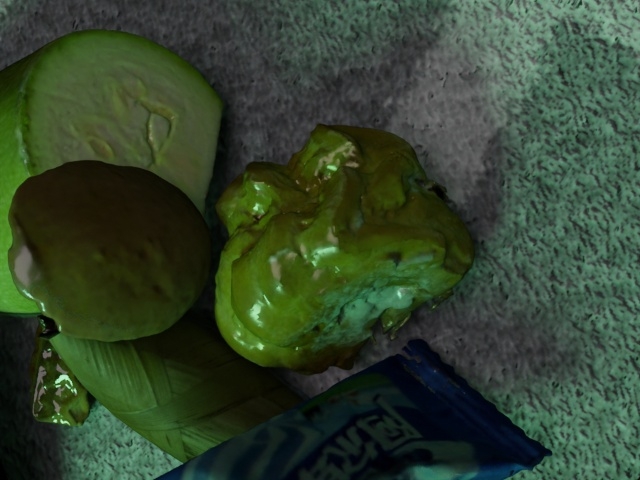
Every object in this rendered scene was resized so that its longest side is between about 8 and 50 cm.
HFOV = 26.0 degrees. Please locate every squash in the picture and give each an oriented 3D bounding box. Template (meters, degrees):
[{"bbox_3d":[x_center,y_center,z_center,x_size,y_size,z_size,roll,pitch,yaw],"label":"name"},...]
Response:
[{"bbox_3d":[-0.271,-0.040,1.277,0.309,0.210,0.233,-25,51,46],"label":"squash"}]

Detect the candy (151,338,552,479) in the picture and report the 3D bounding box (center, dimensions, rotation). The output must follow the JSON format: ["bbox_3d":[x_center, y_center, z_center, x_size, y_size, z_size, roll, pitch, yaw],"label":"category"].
[{"bbox_3d":[0.008,0.189,1.073,0.187,0.331,0.077,39,139,41],"label":"candy"}]

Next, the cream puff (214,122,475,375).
[{"bbox_3d":[-0.003,-0.002,1.163,0.221,0.195,0.194,-37,74,9],"label":"cream puff"}]

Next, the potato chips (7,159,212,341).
[{"bbox_3d":[-0.157,0.002,1.098,0.049,0.202,0.150,-31,69,42],"label":"potato chips"}]

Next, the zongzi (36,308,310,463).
[{"bbox_3d":[-0.101,0.135,1.143,0.228,0.256,0.115,37,91,19],"label":"zongzi"}]

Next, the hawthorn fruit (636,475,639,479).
[{"bbox_3d":[0.324,0.233,0.985,0.262,0.258,0.258,-33,74,43],"label":"hawthorn fruit"}]

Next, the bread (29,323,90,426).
[{"bbox_3d":[-0.241,0.114,1.298,0.066,0.060,0.110,5,88,49],"label":"bread"}]

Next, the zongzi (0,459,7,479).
[{"bbox_3d":[-0.435,0.249,1.268,0.362,0.383,0.319,2,42,28],"label":"zongzi"}]
